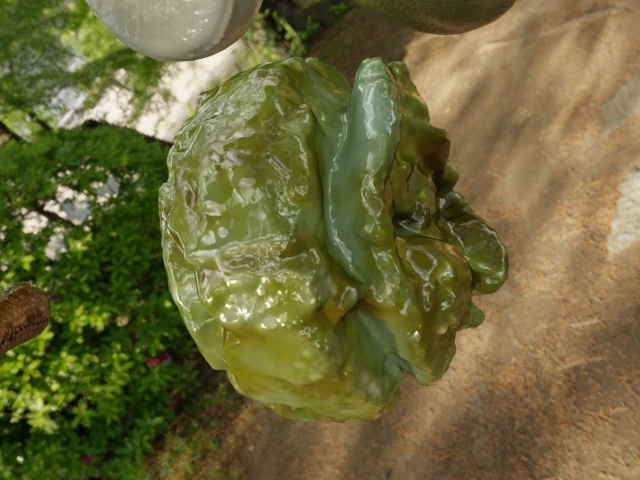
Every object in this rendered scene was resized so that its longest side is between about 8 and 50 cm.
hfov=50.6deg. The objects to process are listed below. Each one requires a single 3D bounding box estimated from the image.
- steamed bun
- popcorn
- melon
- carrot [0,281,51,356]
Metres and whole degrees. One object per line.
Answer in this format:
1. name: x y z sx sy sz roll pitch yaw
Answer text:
1. steamed bun: -0.193 -0.391 0.917 0.283 0.283 0.177 -21 24 39
2. popcorn: 0.000 0.000 0.415 0.183 0.221 0.204 -14 15 35
3. melon: 0.084 -0.202 0.499 0.162 0.099 0.099 -11 9 -33
4. carrot: -0.271 0.073 0.562 0.055 0.055 0.161 -45 8 4
